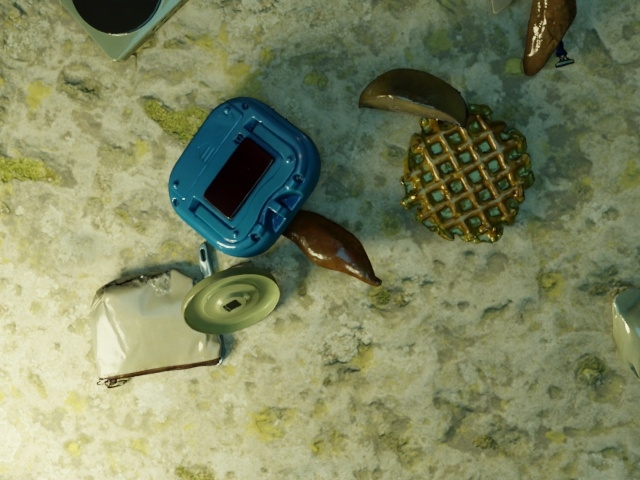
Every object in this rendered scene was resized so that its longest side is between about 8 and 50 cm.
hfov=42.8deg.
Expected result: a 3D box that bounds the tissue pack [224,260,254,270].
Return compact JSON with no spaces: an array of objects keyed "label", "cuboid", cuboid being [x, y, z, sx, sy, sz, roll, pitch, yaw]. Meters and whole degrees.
[{"label":"tissue pack","cuboid":[-0.197,0.088,1.962,0.074,0.094,0.058,-22,93,9]}]

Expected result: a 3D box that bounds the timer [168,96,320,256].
[{"label":"timer","cuboid":[-0.183,-0.149,1.900,0.309,0.115,0.340,39,98,17]}]

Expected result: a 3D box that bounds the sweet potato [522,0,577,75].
[{"label":"sweet potato","cuboid":[0.498,-0.511,1.770,0.114,0.092,0.341,5,129,18]}]

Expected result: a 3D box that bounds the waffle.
[{"label":"waffle","cuboid":[0.341,-0.155,1.892,0.302,0.068,0.324,17,98,5]}]

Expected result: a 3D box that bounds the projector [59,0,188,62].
[{"label":"projector","cuboid":[-0.472,-0.598,1.934,0.257,0.079,0.259,-41,90,9]}]

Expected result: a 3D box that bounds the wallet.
[{"label":"wallet","cuboid":[-0.419,0.217,2.017,0.335,0.068,0.274,-11,96,4]}]

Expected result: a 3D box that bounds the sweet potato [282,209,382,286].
[{"label":"sweet potato","cuboid":[0.005,0.001,1.925,0.359,0.112,0.112,35,99,21]}]

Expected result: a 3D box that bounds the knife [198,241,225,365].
[{"label":"knife","cuboid":[-0.271,0.158,2.018,0.045,0.019,0.312,-7,95,15]}]

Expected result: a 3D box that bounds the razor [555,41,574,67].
[{"label":"razor","cuboid":[0.536,-0.472,1.858,0.044,0.028,0.154,-16,95,8]}]

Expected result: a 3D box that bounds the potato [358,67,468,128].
[{"label":"potato","cuboid":[0.209,-0.344,1.846,0.261,0.100,0.120,13,81,19]}]

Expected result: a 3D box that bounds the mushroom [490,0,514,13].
[{"label":"mushroom","cuboid":[0.560,-0.636,1.793,0.397,0.126,0.177,-11,120,9]}]

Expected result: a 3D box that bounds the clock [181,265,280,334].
[{"label":"clock","cuboid":[-0.209,0.145,1.913,0.235,0.235,0.029,-31,55,8]}]

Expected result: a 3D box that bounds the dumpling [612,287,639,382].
[{"label":"dumpling","cuboid":[0.743,0.211,1.868,0.151,0.124,0.228,-18,100,-28]}]
